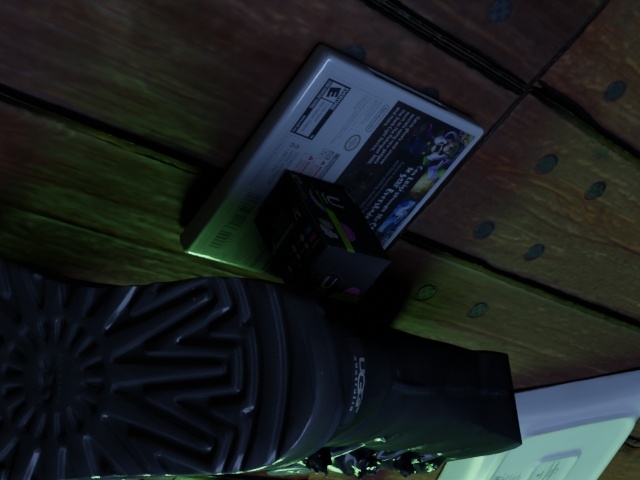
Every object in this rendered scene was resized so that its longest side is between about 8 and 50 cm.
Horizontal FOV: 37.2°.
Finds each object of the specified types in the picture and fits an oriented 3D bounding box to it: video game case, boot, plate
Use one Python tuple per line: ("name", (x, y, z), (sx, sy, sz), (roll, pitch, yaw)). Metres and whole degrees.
("video game case", (0.010, -0.044, 0.737), (0.173, 0.022, 0.190), (17, 121, -40))
("boot", (-0.067, 0.114, 0.754), (0.367, 0.146, 0.445), (3, 173, 26))
("plate", (0.280, 0.282, 1.212), (0.278, 0.045, 0.277), (-4, 135, -25))

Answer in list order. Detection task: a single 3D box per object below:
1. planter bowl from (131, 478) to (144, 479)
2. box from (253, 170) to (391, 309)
("planter bowl", (-0.245, 0.235, 0.828), (0.217, 0.090, 0.217), (-16, 137, -15))
("box", (0.000, 0.000, 0.693), (0.062, 0.083, 0.052), (14, 124, -39))
